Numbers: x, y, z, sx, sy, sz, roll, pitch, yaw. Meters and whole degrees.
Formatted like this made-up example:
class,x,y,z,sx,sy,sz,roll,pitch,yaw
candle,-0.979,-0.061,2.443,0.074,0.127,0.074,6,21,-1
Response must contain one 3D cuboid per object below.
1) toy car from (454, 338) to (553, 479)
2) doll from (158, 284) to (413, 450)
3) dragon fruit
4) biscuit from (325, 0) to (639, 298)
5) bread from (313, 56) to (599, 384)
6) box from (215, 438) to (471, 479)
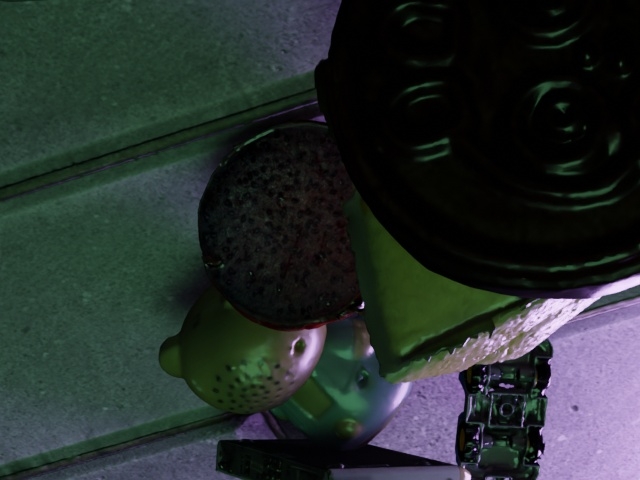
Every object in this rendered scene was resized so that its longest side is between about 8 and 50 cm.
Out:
class,x,y,z,sx,sy,sz,roll,pitch,yaw
toy car,0.209,0.191,2.196,0.097,0.100,0.191,4,102,-9
doll,-0.036,0.128,2.072,0.260,0.161,0.177,27,129,-32
dragon fruit,-0.003,-0.003,1.936,0.223,0.219,0.148,2,167,18
biscuit,0.201,-0.149,1.648,0.407,0.407,0.091,-14,166,9
bread,0.209,-0.116,1.696,0.242,0.346,0.405,1,151,-47
box,0.017,0.261,2.158,0.210,0.045,0.270,3,-179,-29
